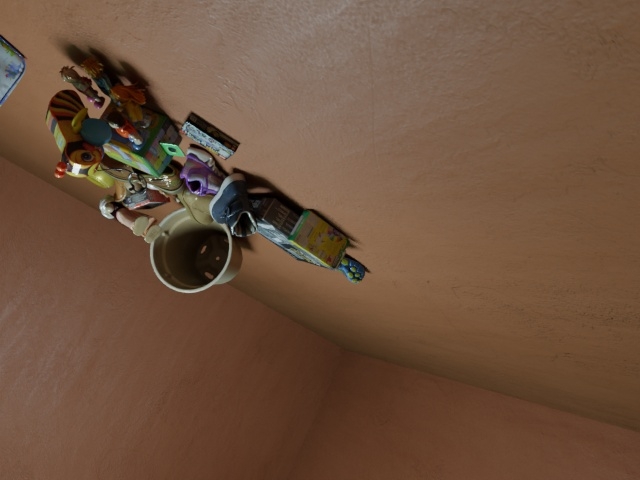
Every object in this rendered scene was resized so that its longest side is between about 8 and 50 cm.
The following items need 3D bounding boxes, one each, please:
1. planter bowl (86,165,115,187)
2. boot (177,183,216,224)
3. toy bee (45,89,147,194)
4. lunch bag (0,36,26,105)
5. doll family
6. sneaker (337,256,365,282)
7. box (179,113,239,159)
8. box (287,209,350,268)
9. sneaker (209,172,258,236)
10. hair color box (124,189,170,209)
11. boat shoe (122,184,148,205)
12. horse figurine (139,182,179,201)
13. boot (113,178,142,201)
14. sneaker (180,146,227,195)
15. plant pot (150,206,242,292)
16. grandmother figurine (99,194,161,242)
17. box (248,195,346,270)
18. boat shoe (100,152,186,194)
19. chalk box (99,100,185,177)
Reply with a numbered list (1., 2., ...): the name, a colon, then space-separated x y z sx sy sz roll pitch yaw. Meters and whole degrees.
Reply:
1. planter bowl: -0.872 -0.271 2.133 0.217 0.090 0.217 25 164 7
2. boot: -0.341 -0.091 1.865 0.269 0.089 0.236 18 163 24
3. toy bee: -0.563 -0.222 1.260 0.298 0.162 0.195 35 130 18
4. lunch bag: -0.887 -0.430 1.389 0.090 0.219 0.176 17 163 33
5. doll family: -0.492 -0.349 1.272 0.263 0.118 0.163 42 174 12
6. sneaker: 0.076 0.079 1.812 0.188 0.067 0.078 32 -176 -25
7. box: -0.276 -0.254 1.335 0.137 0.027 0.094 31 165 -18
8. box: 0.000 0.000 1.568 0.179 0.105 0.043 36 170 -31
9. sneaker: -0.252 -0.064 1.553 0.086 0.164 0.226 -9 156 -28
10. hair color box: -0.648 -0.153 2.032 0.093 0.054 0.167 -18 179 12
11. boat shoe: -0.755 -0.201 2.156 0.079 0.095 0.254 38 157 -25
12. horse figurine: -0.598 -0.205 1.921 0.263 0.066 0.174 26 -177 -30
13. boot: -0.749 -0.234 2.003 0.197 0.073 0.152 -18 111 44
14. sneaker: -0.332 -0.169 1.560 0.095 0.105 0.236 18 164 24
15. plant pot: -0.470 0.056 2.197 0.333 0.334 0.305 23 175 13
16. grandmother figurine: -0.746 -0.095 2.084 0.342 0.104 0.208 27 160 37
17. box: -0.102 -0.026 1.672 0.307 0.077 0.242 36 167 -32
18. boat shoe: -0.585 -0.245 1.747 0.307 0.111 0.104 14 159 9
19. chalk box: -0.461 -0.261 1.415 0.212 0.132 0.132 24 165 11
